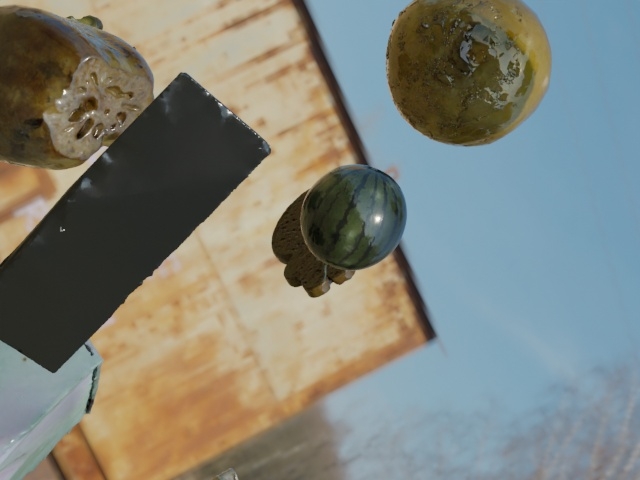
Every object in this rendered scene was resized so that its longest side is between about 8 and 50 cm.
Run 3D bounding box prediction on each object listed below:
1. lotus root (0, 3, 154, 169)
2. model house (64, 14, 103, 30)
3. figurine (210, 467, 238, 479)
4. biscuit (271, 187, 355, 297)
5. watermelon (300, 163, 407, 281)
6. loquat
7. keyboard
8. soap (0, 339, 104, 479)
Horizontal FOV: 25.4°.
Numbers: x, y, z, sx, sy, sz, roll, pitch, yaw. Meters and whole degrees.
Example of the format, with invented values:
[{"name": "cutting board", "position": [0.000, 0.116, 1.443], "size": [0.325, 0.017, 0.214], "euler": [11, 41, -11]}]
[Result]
[{"name": "lotus root", "position": [-0.310, -0.165, 1.566], "size": [0.291, 0.193, 0.193], "euler": [25, -35, 49]}, {"name": "model house", "position": [-0.387, -0.221, 2.026], "size": [0.234, 0.175, 0.193], "euler": [-134, -140, -81]}, {"name": "figurine", "position": [-0.144, 0.387, 1.785], "size": [0.111, 0.102, 0.195], "euler": [-136, -140, -59]}, {"name": "biscuit", "position": [0.000, 0.000, 1.669], "size": [0.026, 0.124, 0.175], "euler": [49, 19, -37]}, {"name": "watermelon", "position": [0.027, -0.013, 1.425], "size": [0.105, 0.133, 0.105], "euler": [26, 20, -10]}, {"name": "loquat", "position": [0.200, -0.241, 1.946], "size": [0.235, 0.235, 0.235], "euler": [61, -8, 15]}, {"name": "keyboard", "position": [-0.120, -0.008, 0.826], "size": [0.074, 0.196, 0.015], "euler": [37, 15, -29]}, {"name": "soap", "position": [-0.446, 0.182, 1.378], "size": [0.261, 0.446, 0.156], "euler": [52, -32, 25]}]
